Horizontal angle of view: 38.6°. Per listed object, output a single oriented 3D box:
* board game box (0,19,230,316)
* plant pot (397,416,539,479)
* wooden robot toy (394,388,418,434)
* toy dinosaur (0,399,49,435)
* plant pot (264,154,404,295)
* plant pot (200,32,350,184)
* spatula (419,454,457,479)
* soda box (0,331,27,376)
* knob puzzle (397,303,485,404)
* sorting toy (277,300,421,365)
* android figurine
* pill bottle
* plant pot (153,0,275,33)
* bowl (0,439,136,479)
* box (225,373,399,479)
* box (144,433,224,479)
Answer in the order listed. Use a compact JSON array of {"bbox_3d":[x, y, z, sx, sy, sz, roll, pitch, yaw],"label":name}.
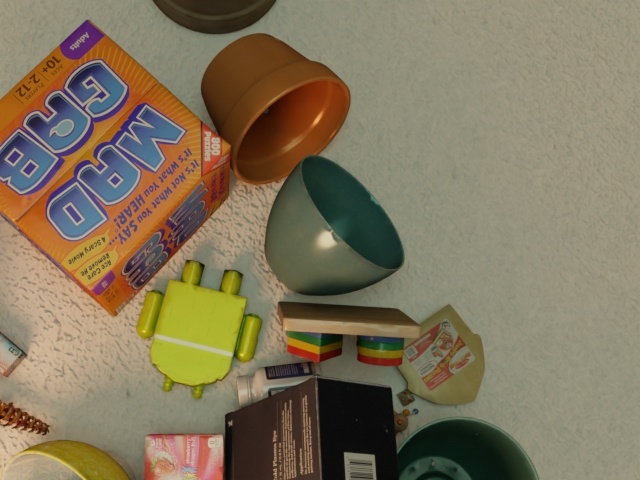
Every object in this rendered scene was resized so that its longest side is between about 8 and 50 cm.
[{"bbox_3d":[-0.422,-0.121,1.759,0.356,0.356,0.356,42,77,4],"label":"board game box"},{"bbox_3d":[0.244,0.493,1.742,0.293,0.235,0.293,2,75,-6],"label":"plant pot"},{"bbox_3d":[0.143,0.372,1.855,0.076,0.079,0.173,36,76,2],"label":"wooden robot toy"},{"bbox_3d":[-0.696,0.357,1.738,0.322,0.164,0.218,-8,61,13],"label":"toy dinosaur"},{"bbox_3d":[0.000,0.000,1.846,0.195,0.290,0.290,-41,83,23],"label":"plant pot"},{"bbox_3d":[-0.112,-0.288,1.887,0.291,0.291,0.203,-34,67,-12],"label":"plant pot"},{"bbox_3d":[0.272,0.516,1.868,0.168,0.019,0.242,-3,78,-6],"label":"spatula"},{"bbox_3d":[-0.675,0.190,1.816,0.183,0.058,0.063,39,76,2],"label":"soda box"},{"bbox_3d":[0.258,0.259,1.918,0.213,0.030,0.213,2,77,-6],"label":"knob puzzle"},{"bbox_3d":[0.046,0.186,1.805,0.257,0.255,0.089,4,93,-5],"label":"sorting toy"},{"bbox_3d":[-0.249,0.183,1.866,0.248,0.056,0.273,12,76,-4],"label":"android figurine"},{"bbox_3d":[-0.082,0.298,1.839,0.169,0.094,0.094,-5,78,-7],"label":"pill bottle"},{"bbox_3d":[-0.227,-0.649,1.942,0.323,0.280,0.323,2,76,-6],"label":"plant pot"},{"bbox_3d":[-0.436,0.481,1.710,0.289,0.289,0.156,46,35,5],"label":"bowl"},{"bbox_3d":[-0.020,0.452,1.651,0.179,0.312,0.343,14,62,-34],"label":"box"},{"bbox_3d":[-0.262,0.522,1.744,0.154,0.142,0.300,0,77,-7],"label":"box"}]
